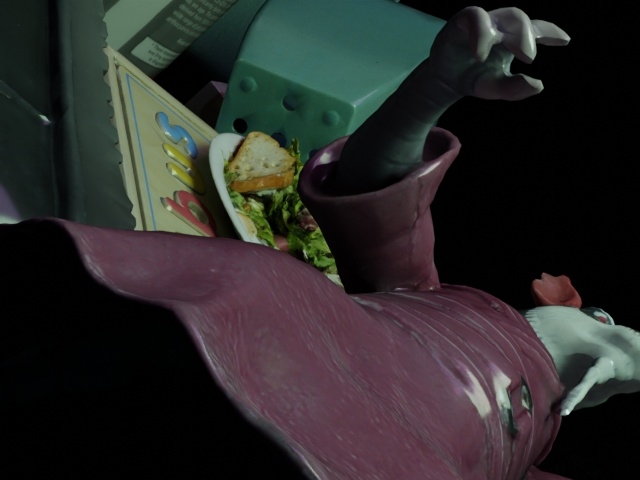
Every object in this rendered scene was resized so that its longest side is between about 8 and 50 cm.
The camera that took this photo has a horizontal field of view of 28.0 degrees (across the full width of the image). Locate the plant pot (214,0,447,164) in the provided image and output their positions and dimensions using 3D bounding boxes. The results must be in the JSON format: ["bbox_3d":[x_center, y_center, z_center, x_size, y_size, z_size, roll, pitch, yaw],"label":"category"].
[{"bbox_3d":[0.003,-0.114,1.098,0.165,0.165,0.234,23,23,10],"label":"plant pot"}]

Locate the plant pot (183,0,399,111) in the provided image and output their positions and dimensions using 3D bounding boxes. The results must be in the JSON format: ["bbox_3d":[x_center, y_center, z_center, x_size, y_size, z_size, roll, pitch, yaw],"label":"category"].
[{"bbox_3d":[-0.077,-0.309,1.457,0.252,0.248,0.247,37,9,19],"label":"plant pot"}]

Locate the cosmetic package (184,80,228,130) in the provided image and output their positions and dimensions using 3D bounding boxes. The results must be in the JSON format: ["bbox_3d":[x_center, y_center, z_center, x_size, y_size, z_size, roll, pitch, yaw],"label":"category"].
[{"bbox_3d":[-0.078,-0.101,1.265,0.115,0.041,0.060,51,13,6],"label":"cosmetic package"}]

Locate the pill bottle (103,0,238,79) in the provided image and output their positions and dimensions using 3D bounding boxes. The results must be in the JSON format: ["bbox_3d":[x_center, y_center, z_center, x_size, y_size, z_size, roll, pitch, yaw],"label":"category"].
[{"bbox_3d":[-0.109,-0.274,1.037,0.176,0.318,0.176,47,12,-13],"label":"pill bottle"}]

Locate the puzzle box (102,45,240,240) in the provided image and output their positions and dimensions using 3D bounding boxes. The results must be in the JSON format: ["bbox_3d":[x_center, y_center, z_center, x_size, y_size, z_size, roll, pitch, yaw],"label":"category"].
[{"bbox_3d":[-0.039,0.072,0.799,0.272,0.052,0.409,37,22,-38],"label":"puzzle box"}]

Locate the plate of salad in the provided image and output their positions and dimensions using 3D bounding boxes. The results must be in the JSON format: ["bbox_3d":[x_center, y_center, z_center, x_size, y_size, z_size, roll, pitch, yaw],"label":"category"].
[{"bbox_3d":[0.000,0.000,0.873,0.200,0.048,0.200,46,17,-19],"label":"plate of salad"}]

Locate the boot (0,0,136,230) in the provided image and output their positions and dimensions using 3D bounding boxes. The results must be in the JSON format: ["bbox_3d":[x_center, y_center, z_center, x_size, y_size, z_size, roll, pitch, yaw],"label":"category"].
[{"bbox_3d":[-0.293,-0.143,0.501,0.445,0.146,0.367,31,15,-36],"label":"boot"}]

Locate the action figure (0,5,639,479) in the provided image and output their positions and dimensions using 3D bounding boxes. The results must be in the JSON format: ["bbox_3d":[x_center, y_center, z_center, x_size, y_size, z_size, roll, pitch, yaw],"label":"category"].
[{"bbox_3d":[0.023,0.083,0.467,0.248,0.276,0.370,61,26,12],"label":"action figure"}]
